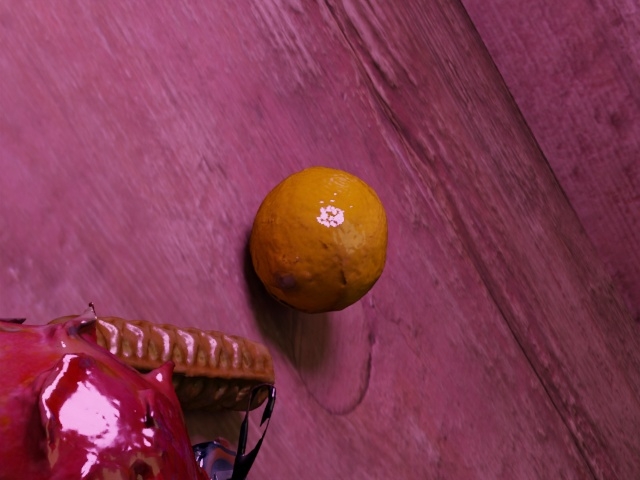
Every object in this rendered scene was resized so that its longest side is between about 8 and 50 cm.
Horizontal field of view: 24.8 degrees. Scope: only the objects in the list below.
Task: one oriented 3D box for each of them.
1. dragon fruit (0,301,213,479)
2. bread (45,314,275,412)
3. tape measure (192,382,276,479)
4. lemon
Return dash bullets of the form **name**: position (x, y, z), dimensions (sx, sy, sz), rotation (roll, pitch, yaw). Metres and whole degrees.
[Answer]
- **dragon fruit**: position (-0.212, 0.220, 1.177), dimensions (0.371, 0.249, 0.386), rotation (36, 44, -55)
- **bread**: position (-0.162, 0.131, 1.498), dimensions (0.077, 0.084, 0.367), rotation (37, 12, 31)
- **tape measure**: position (-0.077, 0.230, 1.494), dimensions (0.107, 0.180, 0.104), rotation (5, 51, -60)
- **lemon**: position (0.000, 0.000, 1.797), dimensions (0.193, 0.181, 0.180), rotation (-46, 115, -85)
